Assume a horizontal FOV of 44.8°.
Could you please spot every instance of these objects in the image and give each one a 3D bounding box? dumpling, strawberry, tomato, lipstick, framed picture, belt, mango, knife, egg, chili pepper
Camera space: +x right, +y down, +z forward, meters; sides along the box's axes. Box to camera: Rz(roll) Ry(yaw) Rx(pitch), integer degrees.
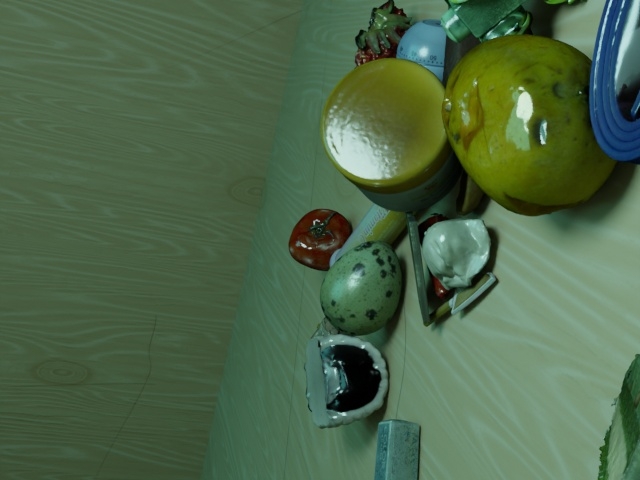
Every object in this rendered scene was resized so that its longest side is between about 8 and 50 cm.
[{"bbox_3d":[0.242,0.026,1.414,0.188,0.108,0.127,-28,62,55],"label":"dumpling"},{"bbox_3d":[0.174,-0.429,1.941,0.306,0.138,0.233,80,-152,-55],"label":"strawberry"},{"bbox_3d":[0.000,0.000,2.155,0.151,0.187,0.187,82,-170,-66],"label":"tomato"},{"bbox_3d":[0.144,0.496,1.512,0.077,0.076,0.289,137,140,-67],"label":"lipstick"},{"bbox_3d":[0.192,0.046,1.535,0.150,0.015,0.203,-77,-22,-78],"label":"framed picture"},{"bbox_3d":[0.434,-0.254,0.902,0.212,0.117,0.346,-134,54,-69],"label":"belt"},{"bbox_3d":[0.299,-0.180,1.163,0.365,0.182,0.252,-125,36,-63],"label":"mango"},{"bbox_3d":[0.257,0.117,1.444,0.256,0.022,0.046,-49,13,55],"label":"knife"},{"bbox_3d":[0.096,0.104,1.741,0.228,0.177,0.177,-65,19,10],"label":"egg"},{"bbox_3d":[0.231,0.041,1.525,0.088,0.065,0.168,121,150,-54],"label":"chili pepper"}]

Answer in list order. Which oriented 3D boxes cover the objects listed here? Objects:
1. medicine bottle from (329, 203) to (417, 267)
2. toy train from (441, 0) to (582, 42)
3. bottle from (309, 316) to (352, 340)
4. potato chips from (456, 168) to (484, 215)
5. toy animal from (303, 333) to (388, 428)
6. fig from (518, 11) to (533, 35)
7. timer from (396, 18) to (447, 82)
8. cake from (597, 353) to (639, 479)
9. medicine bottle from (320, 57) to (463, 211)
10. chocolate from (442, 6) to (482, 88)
[{"bbox_3d":[0.146,-0.037,1.791,0.426,0.108,0.108,125,151,-52],"label":"medicine bottle"},{"bbox_3d":[0.306,-0.444,1.272,0.272,0.159,0.188,-37,35,21],"label":"toy train"},{"bbox_3d":[0.036,0.244,2.024,0.099,0.099,0.152,-96,26,-44],"label":"bottle"},{"bbox_3d":[0.290,-0.147,1.436,0.150,0.049,0.201,78,-162,-83],"label":"potato chips"},{"bbox_3d":[0.057,0.321,1.777,0.204,0.156,0.208,133,134,-65],"label":"toy animal"},{"bbox_3d":[0.331,-0.316,1.329,0.109,0.103,0.154,34,106,33],"label":"fig"},{"bbox_3d":[0.243,-0.337,1.612,0.175,0.175,0.255,-97,-6,-46],"label":"timer"},{"bbox_3d":[0.399,0.240,0.838,0.158,0.172,0.283,-69,-15,12],"label":"cake"},{"bbox_3d":[0.144,-0.189,1.455,0.232,0.238,0.237,30,-114,-70],"label":"medicine bottle"},{"bbox_3d":[0.298,-0.413,1.470,0.112,0.112,0.321,136,141,-68],"label":"chocolate"}]
